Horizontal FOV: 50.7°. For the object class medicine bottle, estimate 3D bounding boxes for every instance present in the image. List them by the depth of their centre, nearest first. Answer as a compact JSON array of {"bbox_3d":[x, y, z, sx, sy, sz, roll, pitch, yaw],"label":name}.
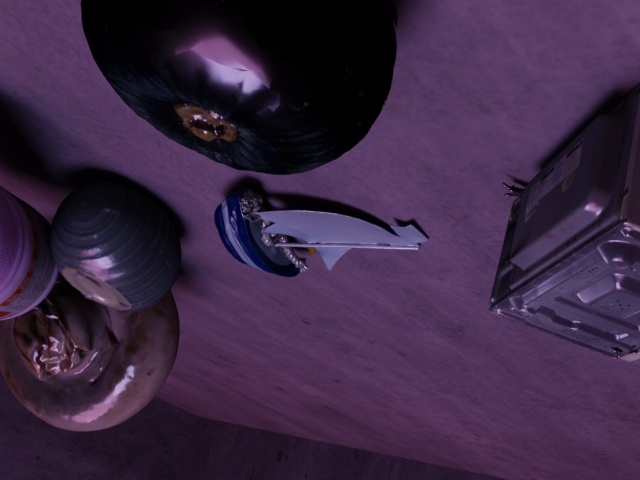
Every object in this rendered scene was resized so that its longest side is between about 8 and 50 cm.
[{"bbox_3d":[-0.501,0.011,0.947,0.202,0.202,0.316,22,171,-5],"label":"medicine bottle"}]

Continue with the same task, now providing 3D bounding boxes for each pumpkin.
[{"bbox_3d":[-0.056,-0.147,0.500,0.233,0.163,0.233,18,159,7],"label":"pumpkin"}]

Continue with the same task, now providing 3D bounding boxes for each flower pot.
[{"bbox_3d":[-0.320,0.013,1.065,0.189,0.157,0.243,9,151,17],"label":"flower pot"}]

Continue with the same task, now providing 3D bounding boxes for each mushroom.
[{"bbox_3d":[-0.443,0.168,1.230,0.362,0.363,0.294,13,180,15],"label":"mushroom"}]

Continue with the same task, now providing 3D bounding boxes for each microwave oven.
[{"bbox_3d":[0.273,0.002,0.599,0.193,0.145,0.240,18,157,-3],"label":"microwave oven"}]

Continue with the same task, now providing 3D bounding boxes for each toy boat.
[{"bbox_3d":[0.000,0.000,0.914,0.290,0.067,0.220,5,152,25],"label":"toy boat"}]
